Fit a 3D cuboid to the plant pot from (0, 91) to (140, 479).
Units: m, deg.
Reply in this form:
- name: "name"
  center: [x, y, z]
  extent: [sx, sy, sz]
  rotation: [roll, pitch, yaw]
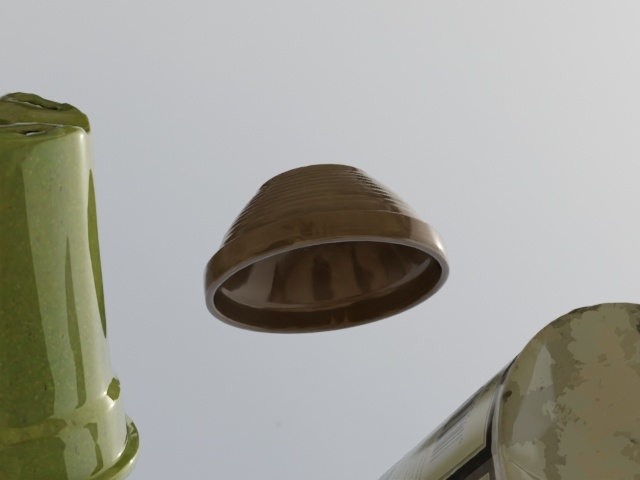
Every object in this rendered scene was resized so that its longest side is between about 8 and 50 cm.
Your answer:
- name: "plant pot"
  center: [-0.258, 0.029, 1.062]
  extent: [0.276, 0.253, 0.276]
  rotation: [5, -165, -1]

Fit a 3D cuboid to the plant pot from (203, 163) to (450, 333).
- name: "plant pot"
  center: [0.000, 0.000, 1.441]
  extent: [0.237, 0.237, 0.109]
  rotation: [-14, -114, 11]

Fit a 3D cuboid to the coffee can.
- name: "coffee can"
  center: [0.125, 0.186, 0.850]
  extent: [0.202, 0.275, 0.201]
  rotation: [13, -125, -19]
